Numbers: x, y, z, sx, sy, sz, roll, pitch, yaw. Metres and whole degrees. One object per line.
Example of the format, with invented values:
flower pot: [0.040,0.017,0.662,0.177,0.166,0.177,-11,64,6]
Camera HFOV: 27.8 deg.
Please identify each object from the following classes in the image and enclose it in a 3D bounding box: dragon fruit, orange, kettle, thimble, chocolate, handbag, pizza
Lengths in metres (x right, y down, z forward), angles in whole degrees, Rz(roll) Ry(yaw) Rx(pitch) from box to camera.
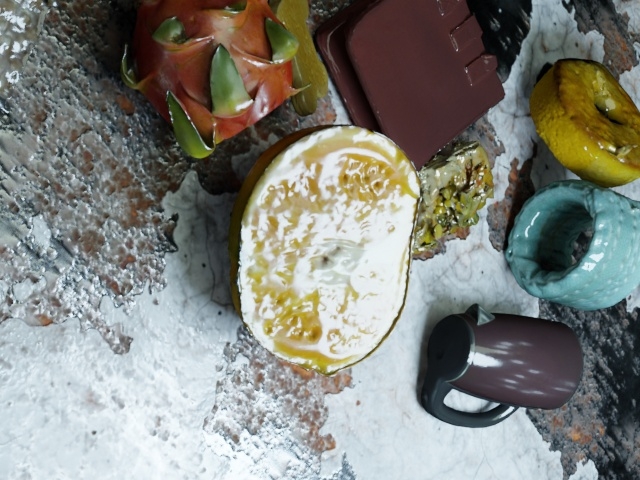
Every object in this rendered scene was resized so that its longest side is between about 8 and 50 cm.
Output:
dragon fruit: [-0.140,-0.237,1.612,0.227,0.224,0.224,52,60,-23]
orange: [0.003,-0.002,1.709,0.274,0.274,0.310,-36,155,-34]
kettle: [0.266,0.198,2.019,0.232,0.144,0.202,13,113,-33]
thimble: [0.417,0.001,2.068,0.143,0.235,0.198,17,49,-37]
chocolate: [-0.347,-0.310,1.506,0.102,0.065,0.329,30,83,-46]
handbag: [0.143,-0.262,1.930,0.275,0.084,0.260,-42,115,-32]
pizza: [0.192,-0.059,1.960,0.226,0.069,0.147,-31,134,-36]

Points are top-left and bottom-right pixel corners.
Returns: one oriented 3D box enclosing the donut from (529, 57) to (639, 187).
donut: [0.455,-0.194,2.119,0.253,0.118,0.253,24,43,-24]

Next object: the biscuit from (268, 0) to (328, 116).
biscuit: [-0.045,-0.292,1.765,0.158,0.035,0.240,-59,134,-67]
